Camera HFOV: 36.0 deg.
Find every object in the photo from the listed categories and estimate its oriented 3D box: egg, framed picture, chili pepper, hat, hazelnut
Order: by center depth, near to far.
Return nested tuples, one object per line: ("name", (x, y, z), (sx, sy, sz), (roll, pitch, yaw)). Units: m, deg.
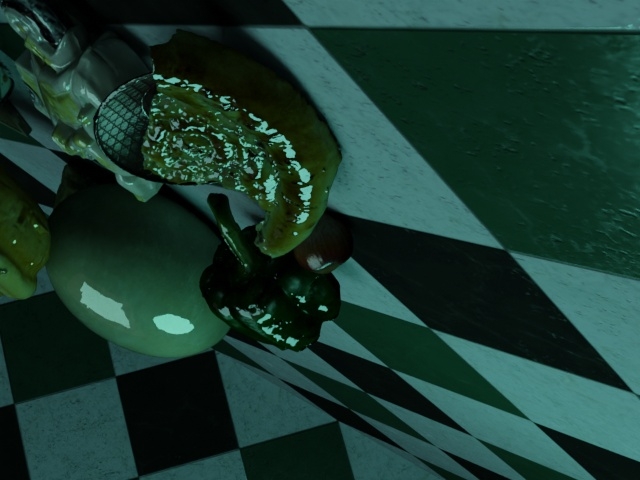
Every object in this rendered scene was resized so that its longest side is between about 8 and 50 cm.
("hat", (-0.135, -0.141, 1.012), (0.193, 0.082, 0.193), (-5, 148, -3))
("hazelnut", (0.000, 0.000, 1.236), (0.086, 0.086, 0.086), (28, 166, 8))
("chili pepper", (-0.091, 0.049, 1.409), (0.261, 0.165, 0.174), (44, 173, -37))
("egg", (-0.289, 0.051, 1.617), (0.352, 0.258, 0.258), (42, 162, -30))
("framed picture", (-0.597, -0.254, 1.671), (0.203, 0.015, 0.150), (28, 166, 11))

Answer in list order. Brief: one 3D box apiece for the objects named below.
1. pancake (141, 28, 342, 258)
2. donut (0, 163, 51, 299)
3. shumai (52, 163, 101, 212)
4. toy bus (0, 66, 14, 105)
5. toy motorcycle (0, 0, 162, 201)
("pancake", (-0.087, -0.082, 0.980), (0.197, 0.054, 0.376), (-8, 148, 19))
("donut", (-0.567, -0.074, 1.408), (0.449, 0.198, 0.449), (41, 170, 9))
("shumai", (-0.394, -0.020, 1.830), (0.218, 0.189, 0.256), (15, 153, -13))
("toy bus", (-0.539, -0.249, 1.433), (0.194, 0.087, 0.089), (24, 155, 28))
("toy motorcycle", (-0.245, -0.151, 1.127), (0.223, 0.108, 0.340), (33, 160, 13))
